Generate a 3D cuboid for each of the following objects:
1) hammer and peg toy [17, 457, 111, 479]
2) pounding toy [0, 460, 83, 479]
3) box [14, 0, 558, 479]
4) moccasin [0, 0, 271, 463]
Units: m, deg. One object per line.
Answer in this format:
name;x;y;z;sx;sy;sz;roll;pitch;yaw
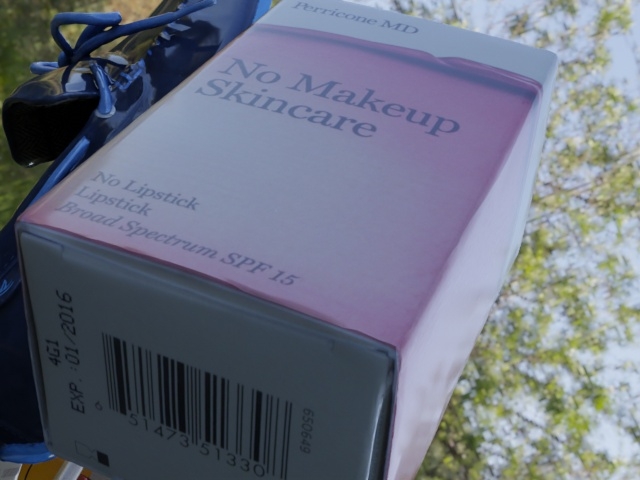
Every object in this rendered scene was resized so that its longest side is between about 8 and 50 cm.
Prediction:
hammer and peg toy;-0.188;0.215;0.783;0.361;0.266;0.127;19;-25;49
pounding toy;-0.204;0.098;0.576;0.181;0.206;0.094;45;-58;39
box;0.000;0.000;0.438;0.232;0.148;0.127;-54;156;-48
moccasin;-0.120;-0.055;0.541;0.138;0.116;0.342;-47;-160;55
